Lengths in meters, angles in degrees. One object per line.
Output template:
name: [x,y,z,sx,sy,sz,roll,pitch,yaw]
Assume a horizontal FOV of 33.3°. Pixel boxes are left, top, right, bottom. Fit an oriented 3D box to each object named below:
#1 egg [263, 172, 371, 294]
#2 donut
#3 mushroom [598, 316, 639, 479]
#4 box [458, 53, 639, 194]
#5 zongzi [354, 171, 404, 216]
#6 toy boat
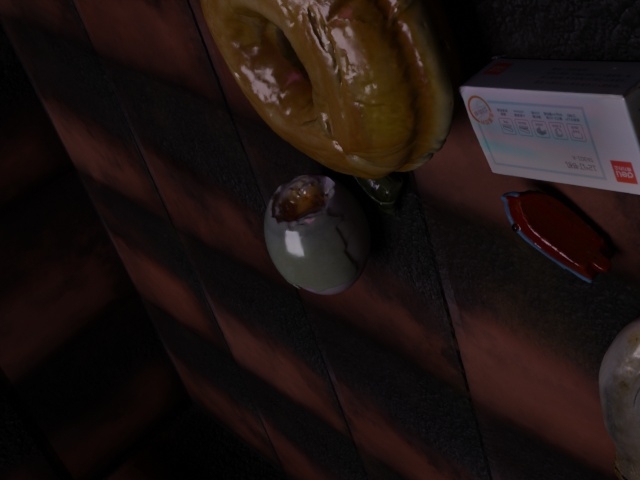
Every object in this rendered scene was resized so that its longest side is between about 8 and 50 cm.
egg: [0.000,0.000,1.858,0.183,0.183,0.217,30,156,40]
donut: [0.006,-0.279,1.427,0.449,0.198,0.449,43,157,23]
mushroom: [0.453,0.229,1.493,0.122,0.095,0.351,13,140,26]
box: [0.291,-0.141,1.258,0.269,0.079,0.135,14,136,54]
zongzi: [0.085,-0.096,1.731,0.109,0.055,0.119,46,167,17]
toy boat: [0.311,-0.011,1.422,0.173,0.069,0.059,39,167,12]
